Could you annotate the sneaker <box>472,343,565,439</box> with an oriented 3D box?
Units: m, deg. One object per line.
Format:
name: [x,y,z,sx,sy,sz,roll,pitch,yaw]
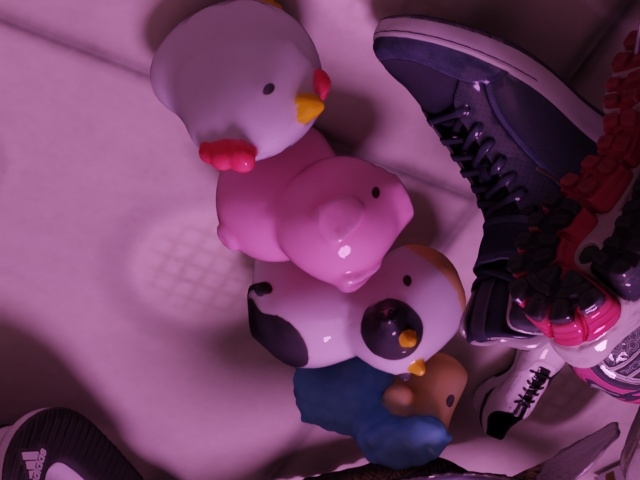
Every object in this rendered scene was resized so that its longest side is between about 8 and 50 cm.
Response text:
sneaker: [0.156,0.108,1.315,0.040,0.044,0.109,23,125,-20]

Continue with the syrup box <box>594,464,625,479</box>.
syrup box: [0.342,0.193,1.368,0.237,0.096,0.093,-30,128,21]

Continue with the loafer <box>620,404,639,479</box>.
loafer: [0.318,0.052,1.241,0.112,0.111,0.319,35,110,2]

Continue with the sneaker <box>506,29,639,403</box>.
sneaker: [0.220,-0.043,1.053,0.121,0.299,0.112,14,152,50]

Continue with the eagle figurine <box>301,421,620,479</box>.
eagle figurine: [0.076,0.231,1.288,0.298,0.225,0.226,19,127,-8]

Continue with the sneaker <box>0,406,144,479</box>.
sneaker: [-0.223,0.280,1.399,0.257,0.169,0.447,-7,140,24]

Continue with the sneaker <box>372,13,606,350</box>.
sneaker: [0.105,-0.027,1.097,0.226,0.163,0.086,32,165,-15]

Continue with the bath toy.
bath toy: [0.000,0.000,1.152,0.151,0.129,0.348,-16,130,11]

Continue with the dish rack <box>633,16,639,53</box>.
dish rack: [0.233,-0.224,0.936,0.208,0.074,0.271,-38,156,-17]
